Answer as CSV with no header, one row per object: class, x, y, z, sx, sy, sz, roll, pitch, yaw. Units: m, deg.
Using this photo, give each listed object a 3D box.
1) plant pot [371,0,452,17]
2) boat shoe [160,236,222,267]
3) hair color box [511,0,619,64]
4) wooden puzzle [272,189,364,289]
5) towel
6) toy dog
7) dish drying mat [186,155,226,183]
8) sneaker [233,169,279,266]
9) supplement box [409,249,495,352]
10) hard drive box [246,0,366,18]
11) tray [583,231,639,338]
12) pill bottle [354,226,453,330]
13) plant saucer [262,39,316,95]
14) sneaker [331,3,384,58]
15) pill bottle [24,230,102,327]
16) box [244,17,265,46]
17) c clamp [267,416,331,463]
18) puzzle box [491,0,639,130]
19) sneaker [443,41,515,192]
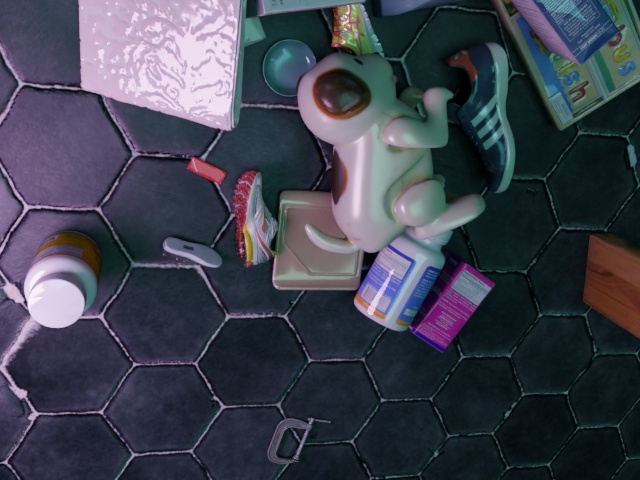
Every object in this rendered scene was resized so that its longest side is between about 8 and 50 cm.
plant pot,0.210,-0.546,1.318,0.166,0.234,0.165,-14,112,-9
boat shoe,-0.295,0.032,1.492,0.142,0.049,0.040,22,135,-23
hair color box,0.451,-0.537,1.355,0.105,0.174,0.347,-42,113,14
wooden puzzle,0.000,0.000,1.563,0.221,0.044,0.238,1,104,-16
towel,-0.297,-0.391,1.224,0.332,0.053,0.316,17,122,10
toy dog,0.100,-0.206,1.400,0.396,0.284,0.407,-25,113,3
dish drying mat,-0.252,-0.155,1.453,0.083,0.008,0.032,26,100,-22
sneaker,-0.144,-0.054,1.487,0.093,0.088,0.225,-10,117,-24
supplement box,0.318,0.152,1.662,0.114,0.111,0.220,35,96,-23
hard drive box,-0.039,-0.522,1.222,0.232,0.089,0.181,-17,110,-29
tray,0.816,0.141,1.631,0.076,0.411,0.202,-7,111,-12
pill bottle,0.206,0.069,1.580,0.152,0.152,0.272,24,101,-22
plant saucer,-0.068,-0.374,1.419,0.120,0.021,0.119,-5,110,-13
sneaker,0.056,-0.454,1.393,0.094,0.081,0.208,-31,114,-1
pill bottle,-0.522,0.079,1.331,0.137,0.245,0.136,-5,110,-14
box,-0.222,-0.523,1.258,0.121,0.148,0.311,-22,115,-8
c clamp,-0.064,0.533,1.741,0.137,0.022,0.160,22,101,-21
puzzle box,0.587,-0.494,1.518,0.272,0.052,0.409,-33,114,7
sneaker,0.357,-0.273,1.524,0.148,0.131,0.349,-12,106,-4
